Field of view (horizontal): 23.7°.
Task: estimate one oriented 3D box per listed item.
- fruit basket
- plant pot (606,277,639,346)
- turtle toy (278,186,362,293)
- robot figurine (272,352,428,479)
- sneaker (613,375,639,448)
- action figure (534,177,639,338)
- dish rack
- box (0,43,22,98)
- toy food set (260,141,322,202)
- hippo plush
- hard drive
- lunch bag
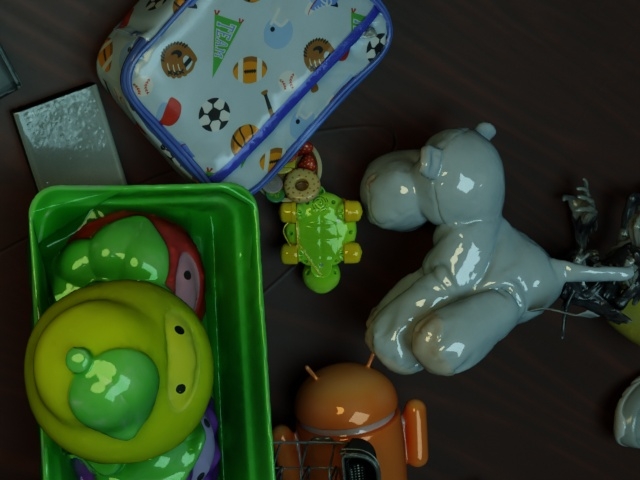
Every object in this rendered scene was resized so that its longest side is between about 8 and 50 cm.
[{"bbox_3d":[-0.170,0.122,1.488,0.283,0.392,0.392,-2,104,-26],"label":"fruit basket"},{"bbox_3d":[0.421,0.079,1.963,0.095,0.134,0.134,11,99,-2],"label":"plant pot"},{"bbox_3d":[0.000,0.000,1.750,0.095,0.066,0.130,0,105,0],"label":"turtle toy"},{"bbox_3d":[0.038,0.238,1.799,0.128,0.158,0.219,-37,124,-56],"label":"robot figurine"},{"bbox_3d":[0.521,0.223,2.046,0.281,0.115,0.105,-10,108,-24],"label":"sneaker"},{"bbox_3d":[0.367,-0.004,1.890,0.276,0.164,0.141,-38,135,-24],"label":"action figure"},{"bbox_3d":[-0.059,0.320,1.735,0.271,0.074,0.208,-1,109,8],"label":"dish rack"},{"bbox_3d":[-0.431,-0.175,1.495,0.220,0.051,0.175,-32,115,-16],"label":"box"},{"bbox_3d":[-0.039,-0.081,1.715,0.082,0.020,0.083,4,75,-1],"label":"toy food set"},{"bbox_3d":[0.145,0.003,1.718,0.234,0.294,0.236,-37,110,-48],"label":"hippo plush"},{"bbox_3d":[-0.264,-0.090,1.619,0.094,0.022,0.135,-23,112,-20],"label":"hard drive"},{"bbox_3d":[-0.069,-0.204,1.636,0.303,0.115,0.243,-46,119,-10],"label":"lunch bag"}]
